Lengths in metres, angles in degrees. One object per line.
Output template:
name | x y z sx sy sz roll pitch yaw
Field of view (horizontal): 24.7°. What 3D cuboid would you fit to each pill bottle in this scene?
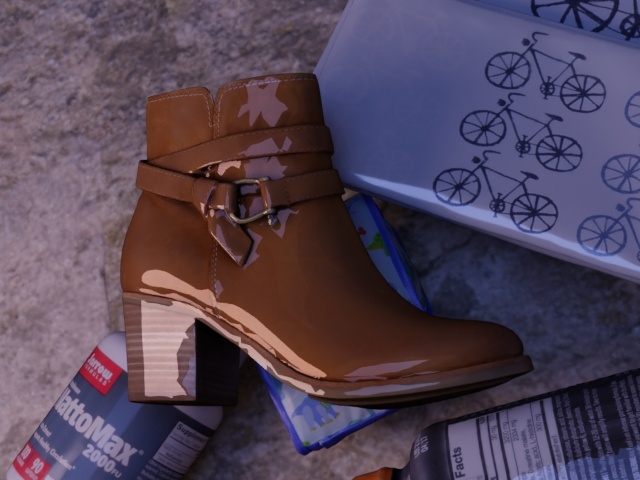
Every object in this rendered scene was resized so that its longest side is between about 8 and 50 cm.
pill bottle | -0.135 0.128 1.063 0.108 0.108 0.180 33 85 22
pill bottle | 0.145 0.167 0.957 0.246 0.130 0.130 -16 71 12

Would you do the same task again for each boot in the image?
boot | 0.000 0.000 0.967 0.284 0.109 0.220 -2 80 24

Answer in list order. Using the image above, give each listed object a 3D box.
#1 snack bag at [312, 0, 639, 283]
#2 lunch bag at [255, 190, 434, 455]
snack bag | 0.173 -0.150 1.051 0.323 0.037 0.342 19 69 17
lunch bag | 0.016 0.063 1.044 0.129 0.096 0.151 -28 59 7
